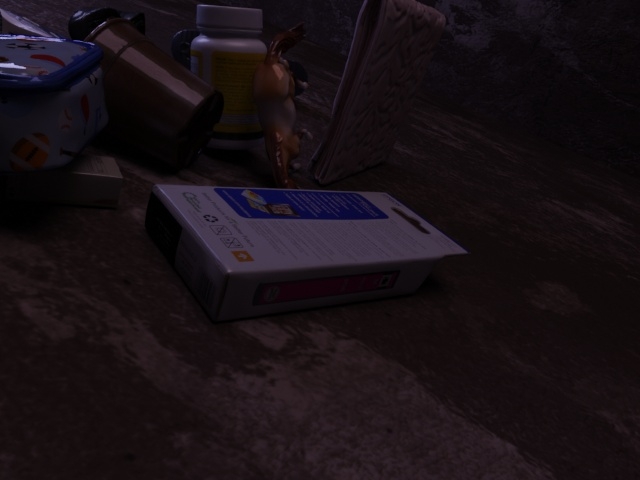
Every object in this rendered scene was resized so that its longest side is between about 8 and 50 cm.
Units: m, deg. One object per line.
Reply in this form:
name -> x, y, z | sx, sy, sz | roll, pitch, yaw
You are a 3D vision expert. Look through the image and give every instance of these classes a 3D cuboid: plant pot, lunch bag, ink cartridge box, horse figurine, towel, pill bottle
plant pot -> -0.236, -0.193, 0.790 | 0.165, 0.167, 0.167 | 30, 25, 2
lunch bag -> -0.384, -0.151, 0.572 | 0.303, 0.115, 0.243 | 3, 30, -6
ink cartridge box -> 0.000, 0.000, 0.680 | 0.371, 0.069, 0.176 | -5, 34, -39
horse figurine -> -0.055, -0.196, 0.866 | 0.066, 0.263, 0.174 | -1, 14, 15
towel -> 0.106, -0.270, 1.013 | 0.053, 0.317, 0.332 | 29, 25, 16
pill bottle -> -0.144, -0.257, 0.894 | 0.119, 0.208, 0.119 | 4, 21, -2

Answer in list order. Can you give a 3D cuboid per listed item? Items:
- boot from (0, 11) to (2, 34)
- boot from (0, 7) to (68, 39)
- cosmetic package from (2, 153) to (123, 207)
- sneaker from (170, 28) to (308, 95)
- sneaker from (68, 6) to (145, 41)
boot -> -0.567, -0.292, 0.792 | 0.207, 0.094, 0.246 | 8, 34, -35
boot -> -0.542, -0.371, 1.024 | 0.190, 0.069, 0.086 | 28, 17, -3
cosmetic package -> -0.285, -0.070, 0.626 | 0.115, 0.041, 0.060 | 4, 28, -32
sneaker -> -0.196, -0.404, 1.332 | 0.319, 0.112, 0.131 | 14, 9, -22
sneaker -> -0.471, -0.442, 1.193 | 0.130, 0.109, 0.286 | 10, 18, -1
